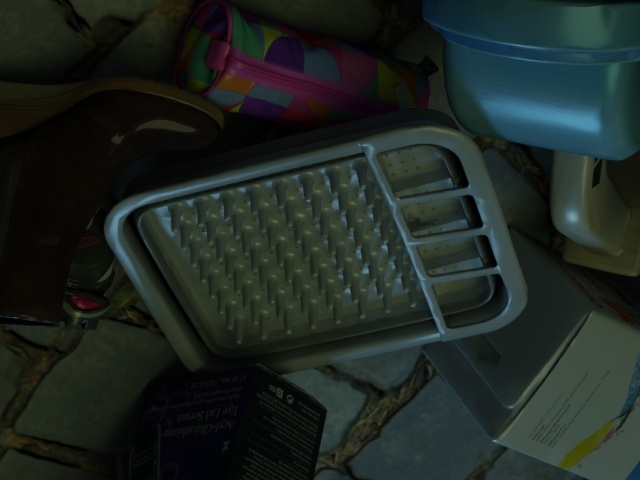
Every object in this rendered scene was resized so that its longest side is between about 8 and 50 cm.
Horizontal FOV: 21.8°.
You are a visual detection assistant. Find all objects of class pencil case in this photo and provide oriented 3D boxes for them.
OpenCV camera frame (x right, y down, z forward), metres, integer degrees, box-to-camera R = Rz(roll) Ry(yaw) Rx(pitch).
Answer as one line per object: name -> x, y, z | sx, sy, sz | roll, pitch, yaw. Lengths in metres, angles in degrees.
pencil case -> -0.009, -0.138, 1.447 | 0.236, 0.104, 0.104 | 13, 113, -30

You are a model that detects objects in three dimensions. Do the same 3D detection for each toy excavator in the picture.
toy excavator -> 0.222, -0.140, 1.444 | 0.433, 0.222, 0.445 | -34, 133, -59

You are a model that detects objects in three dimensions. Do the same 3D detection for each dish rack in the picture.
dish rack -> 0.000, 0.000, 1.481 | 0.333, 0.072, 0.285 | -13, 139, 11

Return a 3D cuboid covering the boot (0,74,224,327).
boot -> -0.204, -0.027, 1.344 | 0.248, 0.207, 0.090 | 2, 161, -6

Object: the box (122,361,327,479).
box -> -0.099, 0.236, 1.544 | 0.153, 0.207, 0.108 | -15, 141, 39

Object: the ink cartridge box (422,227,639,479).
ink cartridge box -> 0.263, 0.127, 1.697 | 0.232, 0.171, 0.168 | 24, 107, -35

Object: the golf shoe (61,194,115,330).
golf shoe -> -0.302, 0.001, 1.409 | 0.273, 0.105, 0.120 | 7, 99, -34
